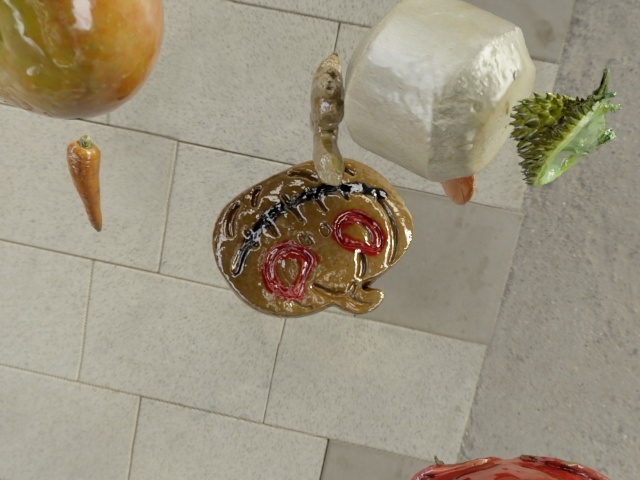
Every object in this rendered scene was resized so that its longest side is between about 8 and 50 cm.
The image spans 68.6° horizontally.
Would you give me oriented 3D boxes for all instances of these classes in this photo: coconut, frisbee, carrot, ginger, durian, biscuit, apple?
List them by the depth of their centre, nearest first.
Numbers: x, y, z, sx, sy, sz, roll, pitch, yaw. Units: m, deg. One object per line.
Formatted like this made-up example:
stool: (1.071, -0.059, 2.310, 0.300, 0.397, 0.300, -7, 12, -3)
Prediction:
apple: (-0.243, -0.226, 0.399, 0.211, 0.173, 0.234, 16, 143, 14)
durian: (0.257, -0.116, 0.502, 0.100, 0.215, 0.086, -18, 77, 23)
coconut: (0.150, -0.220, 0.671, 0.266, 0.237, 0.237, 32, 100, 29)
ginger: (0.011, -0.190, 0.758, 0.059, 0.133, 0.214, 3, 57, -9)
biscuit: (0.000, -0.001, 0.848, 0.368, 0.063, 0.314, -27, 69, -19)
carrot: (-0.474, -0.104, 0.954, 0.061, 0.061, 0.256, 21, 133, 0)
frisbee: (0.377, -0.192, 1.341, 0.035, 0.192, 0.191, -14, 97, -12)

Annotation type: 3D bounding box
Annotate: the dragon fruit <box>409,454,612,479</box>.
dragon fruit: (0.136, 0.249, 0.282, 0.241, 0.252, 0.240, 1, 93, 16)
